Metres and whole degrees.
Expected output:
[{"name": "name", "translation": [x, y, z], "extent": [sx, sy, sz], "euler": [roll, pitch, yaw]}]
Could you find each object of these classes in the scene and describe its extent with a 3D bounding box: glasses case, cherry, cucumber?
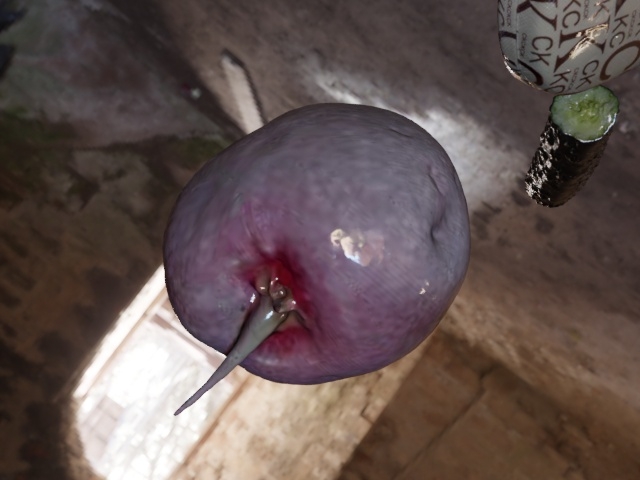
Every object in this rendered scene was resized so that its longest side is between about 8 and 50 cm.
[{"name": "glasses case", "translation": [0.256, -0.218, 0.746], "extent": [0.085, 0.354, 0.137], "euler": [34, 145, 39]}, {"name": "cherry", "translation": [0.000, 0.000, 0.740], "extent": [0.213, 0.266, 0.184], "euler": [-6, 130, 24]}, {"name": "cucumber", "translation": [0.273, -0.090, 1.186], "extent": [0.072, 0.072, 0.300], "euler": [35, 170, 13]}]
